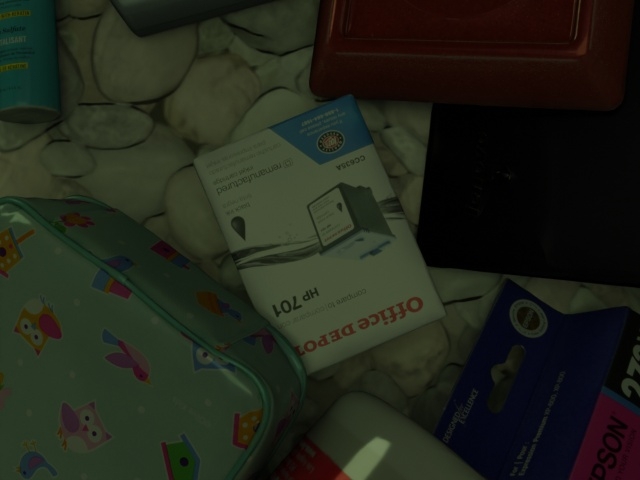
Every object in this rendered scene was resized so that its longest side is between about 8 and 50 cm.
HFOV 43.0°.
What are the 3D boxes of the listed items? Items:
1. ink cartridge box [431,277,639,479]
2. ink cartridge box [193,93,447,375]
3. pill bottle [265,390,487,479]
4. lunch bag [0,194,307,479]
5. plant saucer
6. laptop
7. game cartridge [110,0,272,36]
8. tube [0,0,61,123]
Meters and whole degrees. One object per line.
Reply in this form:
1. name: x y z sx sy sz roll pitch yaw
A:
1. ink cartridge box: 0.280 0.178 0.618 0.371 0.069 0.175 32 55 4
2. ink cartridge box: 0.000 0.000 0.658 0.140 0.082 0.190 -23 85 -1
3. pill bottle: -0.025 0.322 0.540 0.229 0.229 0.407 41 80 3
4. lunch bag: -0.168 0.109 0.611 0.279 0.108 0.224 34 106 14
5. plant saucer: 0.120 -0.241 0.651 0.259 0.048 0.259 6 85 19
6. laptop: 0.336 -0.138 0.697 0.408 0.236 0.381 9 86 -28
7. game cartridge: -0.131 -0.336 0.695 0.198 0.062 0.297 -16 86 -5
8. tube: -0.255 -0.205 0.690 0.080 0.052 0.207 -8 83 11
